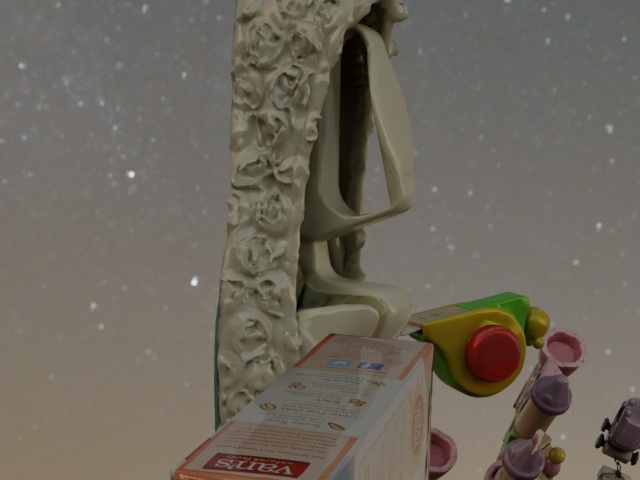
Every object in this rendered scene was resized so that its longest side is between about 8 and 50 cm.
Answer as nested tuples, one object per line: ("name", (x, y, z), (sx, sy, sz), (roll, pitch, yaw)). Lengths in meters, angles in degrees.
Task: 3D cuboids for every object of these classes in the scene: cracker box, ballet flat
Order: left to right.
("ballet flat", (0.000, 0.000, 0.812), (0.147, 0.409, 0.147), (0, 2, 0))
("cracker box", (0.001, 0.147, 0.549), (0.067, 0.156, 0.232), (4, 9, 15))

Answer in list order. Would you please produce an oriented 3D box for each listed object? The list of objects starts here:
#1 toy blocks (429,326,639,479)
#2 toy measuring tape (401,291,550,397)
("toy blocks", (0.303, 0.240, 1.532), (0.309, 0.289, 0.260), (25, -39, 8))
("toy measuring tape", (0.133, 0.145, 1.378), (0.330, 0.121, 0.121), (-12, -14, -19))
